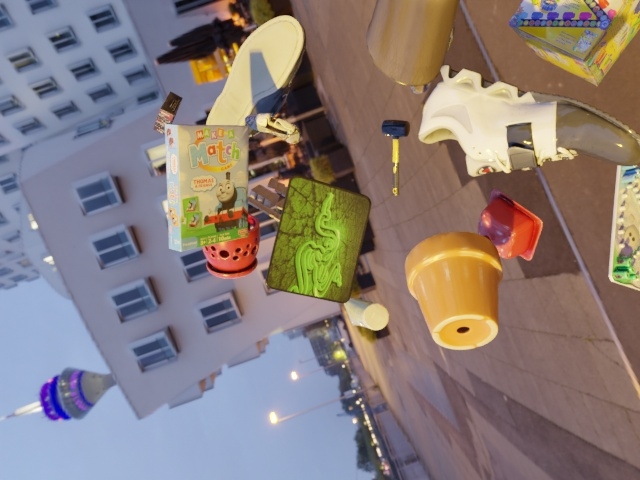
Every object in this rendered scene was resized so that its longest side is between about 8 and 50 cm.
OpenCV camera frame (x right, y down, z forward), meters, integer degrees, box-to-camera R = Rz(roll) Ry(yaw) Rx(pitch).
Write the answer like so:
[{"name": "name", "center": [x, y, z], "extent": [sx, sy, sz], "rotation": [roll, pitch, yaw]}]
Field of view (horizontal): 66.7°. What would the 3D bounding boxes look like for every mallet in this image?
[{"name": "mallet", "center": [0.172, -0.198, 1.166], "extent": [0.039, 0.063, 0.189], "rotation": [-40, -39, -47]}]

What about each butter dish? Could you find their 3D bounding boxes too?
[{"name": "butter dish", "center": [0.450, -0.020, 1.223], "extent": [0.160, 0.118, 0.159], "rotation": [48, 159, 37]}]

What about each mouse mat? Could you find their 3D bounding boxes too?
[{"name": "mouse mat", "center": [0.000, 0.000, 0.797], "extent": [0.007, 0.153, 0.189], "rotation": [-173, 97, -69]}]

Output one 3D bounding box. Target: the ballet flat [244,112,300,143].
[{"name": "ballet flat", "center": [-0.090, -0.222, 0.923], "extent": [0.041, 0.115, 0.041], "rotation": [23, -90, -86]}]

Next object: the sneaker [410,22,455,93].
[{"name": "sneaker", "center": [0.295, -0.495, 1.312], "extent": [0.087, 0.083, 0.221], "rotation": [-81, 5, -48]}]

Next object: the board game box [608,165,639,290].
[{"name": "board game box", "center": [1.078, -0.023, 1.545], "extent": [0.050, 0.390, 0.389], "rotation": [-11, 66, 64]}]

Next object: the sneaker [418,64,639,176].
[{"name": "sneaker", "center": [0.300, -0.148, 0.736], "extent": [0.331, 0.146, 0.123], "rotation": [30, -172, 35]}]

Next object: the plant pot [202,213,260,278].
[{"name": "plant pot", "center": [-0.289, 0.020, 1.582], "extent": [0.191, 0.191, 0.173], "rotation": [-113, 20, -63]}]

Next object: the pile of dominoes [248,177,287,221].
[{"name": "pile of dominoes", "center": [-0.123, -0.112, 1.671], "extent": [0.196, 0.251, 0.040], "rotation": [-45, -18, -51]}]

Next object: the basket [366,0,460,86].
[{"name": "basket", "center": [0.175, -0.434, 0.874], "extent": [0.227, 0.154, 0.204], "rotation": [97, 163, -68]}]

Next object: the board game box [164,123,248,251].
[{"name": "board game box", "center": [-0.197, -0.098, 0.867], "extent": [0.160, 0.039, 0.211], "rotation": [-16, -68, -50]}]

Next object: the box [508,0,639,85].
[{"name": "box", "center": [0.585, -0.513, 1.022], "extent": [0.177, 0.279, 0.290], "rotation": [41, -154, 24]}]

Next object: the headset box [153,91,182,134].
[{"name": "headset box", "center": [-0.343, -0.288, 1.095], "extent": [0.083, 0.032, 0.062], "rotation": [-41, 29, 49]}]

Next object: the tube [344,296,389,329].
[{"name": "tube", "center": [0.100, 0.177, 1.200], "extent": [0.240, 0.062, 0.070], "rotation": [159, 132, -76]}]

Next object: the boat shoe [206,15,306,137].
[{"name": "boat shoe", "center": [-0.124, -0.332, 1.060], "extent": [0.127, 0.340, 0.113], "rotation": [48, -146, 13]}]

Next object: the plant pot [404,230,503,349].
[{"name": "plant pot", "center": [0.289, 0.116, 1.024], "extent": [0.187, 0.205, 0.205], "rotation": [-87, -15, -44]}]
